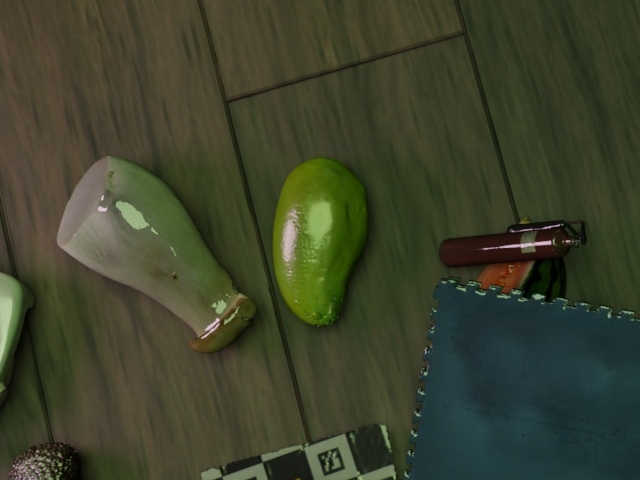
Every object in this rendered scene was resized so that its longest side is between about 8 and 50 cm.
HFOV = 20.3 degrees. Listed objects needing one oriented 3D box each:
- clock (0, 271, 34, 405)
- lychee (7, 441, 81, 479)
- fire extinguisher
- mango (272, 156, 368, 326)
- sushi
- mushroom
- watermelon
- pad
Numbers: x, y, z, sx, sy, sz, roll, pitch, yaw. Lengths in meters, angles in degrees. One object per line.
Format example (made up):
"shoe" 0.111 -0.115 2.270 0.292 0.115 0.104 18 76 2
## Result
"clock" -0.373 0.117 1.767 0.151 0.062 0.191 9 83 9
"lychee" -0.264 0.230 1.733 0.083 0.068 0.067 0 40 11
"fire extinguisher" 0.189 0.001 1.675 0.173 0.049 0.035 -6 96 44
"mango" 0.000 0.000 1.722 0.091 0.074 0.165 1 81 7
"sushi" -0.011 0.297 1.675 0.192 0.050 0.215 -16 79 13
"mushroom" -0.154 0.010 1.743 0.225 0.093 0.116 35 106 3
"watermelon" 0.180 0.058 1.688 0.087 0.069 0.163 34 85 12
"pad" 0.215 0.183 1.652 0.269 0.012 0.269 12 100 10
